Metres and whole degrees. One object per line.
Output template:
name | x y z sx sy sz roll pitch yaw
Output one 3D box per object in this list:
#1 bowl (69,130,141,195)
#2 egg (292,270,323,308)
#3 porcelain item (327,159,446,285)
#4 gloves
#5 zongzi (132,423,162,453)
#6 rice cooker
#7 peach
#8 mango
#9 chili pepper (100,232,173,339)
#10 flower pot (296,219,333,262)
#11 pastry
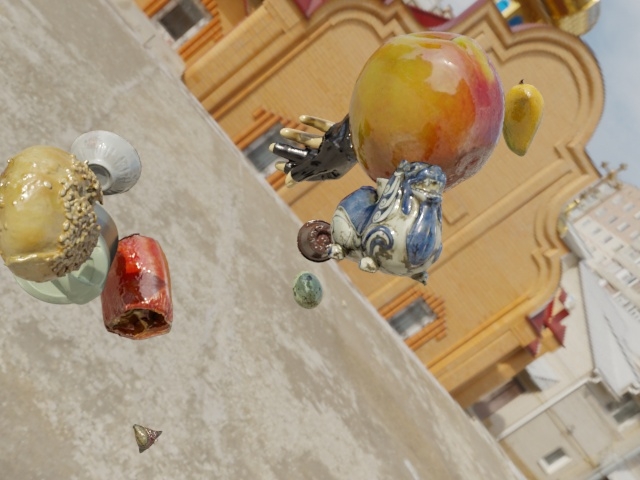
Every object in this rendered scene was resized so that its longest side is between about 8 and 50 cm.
bowl | -0.569 -0.181 1.661 0.189 0.189 0.086 48 22 -26
egg | -0.037 0.136 1.771 0.085 0.085 0.110 36 35 -62
porcelain item | 0.108 -0.038 1.059 0.137 0.186 0.288 10 3 -15
gloves | 0.000 -0.218 1.585 0.152 0.301 0.197 58 44 -41
zongzi | -0.442 0.507 1.655 0.067 0.073 0.083 40 -36 28
rice cooker | -0.741 0.030 1.873 0.288 0.288 0.277 49 8 -23
peach | 0.200 -0.235 1.243 0.307 0.333 0.308 9 23 -4
mango | 0.493 -0.300 1.571 0.066 0.101 0.188 -34 131 -63
chili pepper | -0.618 0.164 2.117 0.229 0.251 0.305 73 0 -52
flower pot | 0.000 0.000 1.573 0.111 0.111 0.089 52 -8 -3
pastry | -0.587 -0.058 1.422 0.284 0.184 0.316 94 -5 -57
